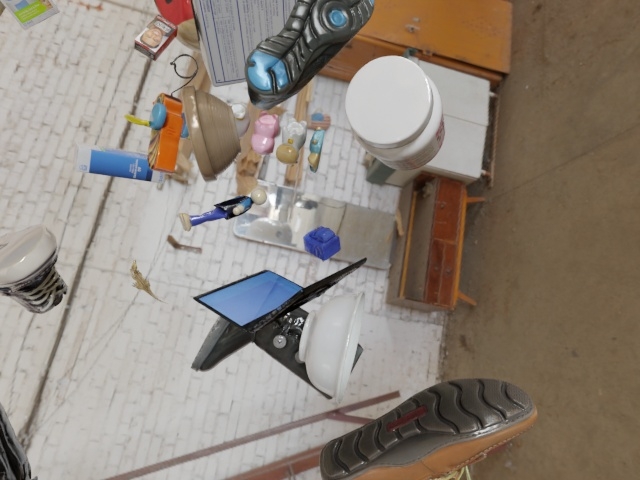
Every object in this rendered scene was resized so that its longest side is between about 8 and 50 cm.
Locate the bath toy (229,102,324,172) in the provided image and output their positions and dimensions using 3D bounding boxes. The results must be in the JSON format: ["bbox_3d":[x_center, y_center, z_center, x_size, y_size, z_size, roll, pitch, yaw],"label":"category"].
[{"bbox_3d":[-0.163,-0.330,1.321,0.129,0.348,0.151,101,-169,-57],"label":"bath toy"}]

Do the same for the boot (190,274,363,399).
[{"bbox_3d":[-0.137,0.368,1.294,0.367,0.445,0.146,-55,10,12],"label":"boot"}]

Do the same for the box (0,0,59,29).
[{"bbox_3d":[-0.825,-0.696,1.072,0.114,0.103,0.203,-38,-26,-13],"label":"box"}]

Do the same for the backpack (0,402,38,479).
[{"bbox_3d":[-0.532,0.268,0.533,0.254,0.191,0.225,62,157,9],"label":"backpack"}]

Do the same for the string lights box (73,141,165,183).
[{"bbox_3d":[-0.662,-0.257,1.342,0.133,0.259,0.077,32,112,51],"label":"string lights box"}]

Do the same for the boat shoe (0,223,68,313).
[{"bbox_3d":[-0.541,0.067,0.776,0.340,0.158,0.127,2,45,44],"label":"boat shoe"}]

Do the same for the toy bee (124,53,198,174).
[{"bbox_3d":[-0.415,-0.334,1.121,0.162,0.195,0.298,19,75,49],"label":"toy bee"}]

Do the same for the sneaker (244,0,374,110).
[{"bbox_3d":[-0.031,-0.408,0.839,0.341,0.125,0.139,-44,5,-12],"label":"sneaker"}]

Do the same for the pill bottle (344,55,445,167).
[{"bbox_3d":[0.145,-0.222,0.751,0.283,0.160,0.160,-13,-62,-71],"label":"pill bottle"}]

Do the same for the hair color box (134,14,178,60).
[{"bbox_3d":[-0.519,-0.643,1.283,0.043,0.072,0.141,-38,27,58],"label":"hair color box"}]

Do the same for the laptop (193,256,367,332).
[{"bbox_3d":[-0.080,0.080,0.836,0.264,0.137,0.234,-40,-12,35],"label":"laptop"}]

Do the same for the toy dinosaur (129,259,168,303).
[{"bbox_3d":[-0.582,0.147,1.334,0.053,0.183,0.092,-39,24,-26],"label":"toy dinosaur"}]

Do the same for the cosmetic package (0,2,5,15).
[{"bbox_3d":[-0.966,-0.685,1.143,0.060,0.041,0.115,-37,-15,22],"label":"cosmetic package"}]

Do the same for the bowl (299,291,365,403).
[{"bbox_3d":[0.025,0.272,1.098,0.298,0.134,0.298,11,-90,-79],"label":"bowl"}]

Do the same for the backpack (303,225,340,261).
[{"bbox_3d":[0.000,0.000,1.433,0.120,0.098,0.101,21,127,42],"label":"backpack"}]

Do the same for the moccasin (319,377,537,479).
[{"bbox_3d":[0.190,0.362,0.701,0.147,0.380,0.139,60,-179,-22],"label":"moccasin"}]

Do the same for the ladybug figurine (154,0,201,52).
[{"bbox_3d":[-0.489,-0.899,1.431,0.162,0.305,0.449,-35,-67,-49],"label":"ladybug figurine"}]

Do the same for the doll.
[{"bbox_3d":[-0.199,-0.067,0.866,0.129,0.189,0.046,8,117,62],"label":"doll"}]

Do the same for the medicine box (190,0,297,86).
[{"bbox_3d":[-0.171,-0.571,1.040,0.263,0.289,0.149,92,158,-52],"label":"medicine box"}]

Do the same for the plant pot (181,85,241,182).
[{"bbox_3d":[-0.266,-0.272,1.029,0.237,0.109,0.237,168,90,-81],"label":"plant pot"}]
